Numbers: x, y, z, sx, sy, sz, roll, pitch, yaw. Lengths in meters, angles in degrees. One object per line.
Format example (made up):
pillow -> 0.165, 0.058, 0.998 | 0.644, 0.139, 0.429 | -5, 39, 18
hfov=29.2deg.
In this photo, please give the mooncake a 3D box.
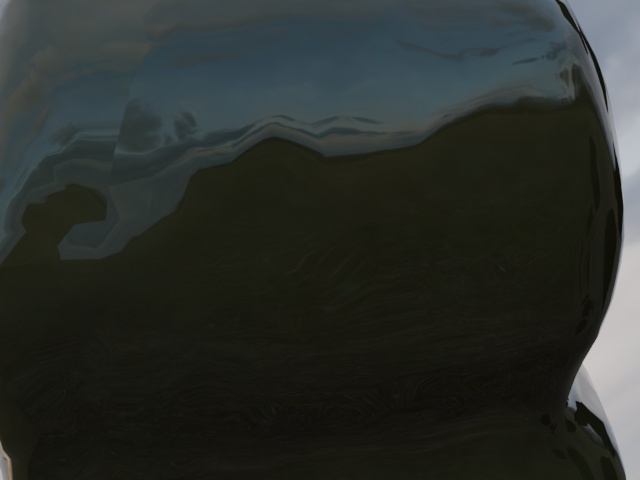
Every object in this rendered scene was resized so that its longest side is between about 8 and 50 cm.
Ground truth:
mooncake -> 0.000, 0.000, 0.634 | 0.262, 0.467, 0.467 | -3, -20, 4
